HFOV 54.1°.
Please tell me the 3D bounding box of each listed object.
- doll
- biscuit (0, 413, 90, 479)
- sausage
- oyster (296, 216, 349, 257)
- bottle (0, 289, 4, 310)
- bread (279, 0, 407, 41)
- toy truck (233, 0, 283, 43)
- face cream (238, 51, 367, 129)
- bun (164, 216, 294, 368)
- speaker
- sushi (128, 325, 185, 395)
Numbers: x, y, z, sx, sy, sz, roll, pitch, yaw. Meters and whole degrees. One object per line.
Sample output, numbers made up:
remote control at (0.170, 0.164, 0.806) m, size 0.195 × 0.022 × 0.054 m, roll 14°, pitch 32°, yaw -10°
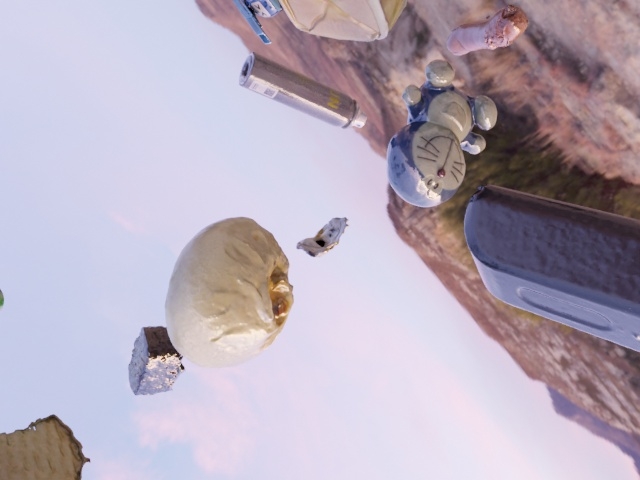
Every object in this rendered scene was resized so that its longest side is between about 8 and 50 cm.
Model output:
doll at (0.224, -0.196, 1.242) m, size 0.228 × 0.258 × 0.154 m, roll 29°, pitch 160°, yaw -31°
biscuit at (-0.509, 0.396, 1.076) m, size 0.187 × 0.036 × 0.273 m, roll 39°, pitch -168°, yaw 21°
sausage at (0.351, -0.442, 1.340) m, size 0.078 × 0.078 × 0.304 m, roll 48°, pitch -179°, yaw -14°
oyster at (0.000, 0.000, 1.134) m, size 0.045 × 0.146 × 0.121 m, roll 60°, pitch -146°, yaw -7°
bottle at (-0.813, 0.153, 1.331) m, size 0.093 × 0.093 × 0.330 m, roll 52°, pitch -170°, yaw 2°
bread at (0.029, -0.410, 0.985) m, size 0.192 × 0.110 × 0.210 m, roll 14°, pitch 172°, yaw 23°
toy truck at (-0.098, -0.403, 1.084) m, size 0.063 × 0.074 × 0.136 m, roll 38°, pitch -163°, yaw -52°
face cream at (-0.029, -0.301, 1.302) m, size 0.283 × 0.073 × 0.073 m, roll 19°, pitch -150°, yaw -26°
bun at (-0.099, 0.073, 0.823) m, size 0.127 × 0.222 × 0.222 m, roll 16°, pitch 180°, yaw 25°
speaker at (0.361, 0.073, 0.868) m, size 0.388 × 0.184 × 0.180 m, roll 21°, pitch 155°, yaw 42°
sushi at (-0.438, 0.321, 1.688) m, size 0.127 × 0.225 × 0.124 m, roll 0°, pitch -137°, yaw -30°
